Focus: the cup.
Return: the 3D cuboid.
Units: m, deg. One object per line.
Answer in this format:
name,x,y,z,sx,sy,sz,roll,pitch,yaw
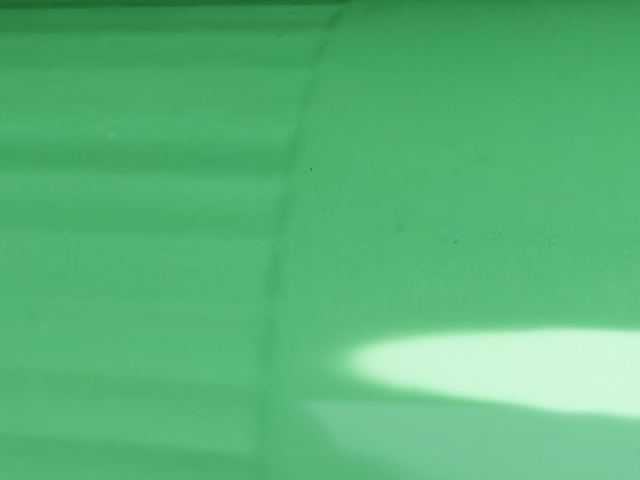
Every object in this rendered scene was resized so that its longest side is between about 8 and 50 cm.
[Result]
cup,-0.005,0.010,0.602,0.311,0.257,0.331,2,112,14
